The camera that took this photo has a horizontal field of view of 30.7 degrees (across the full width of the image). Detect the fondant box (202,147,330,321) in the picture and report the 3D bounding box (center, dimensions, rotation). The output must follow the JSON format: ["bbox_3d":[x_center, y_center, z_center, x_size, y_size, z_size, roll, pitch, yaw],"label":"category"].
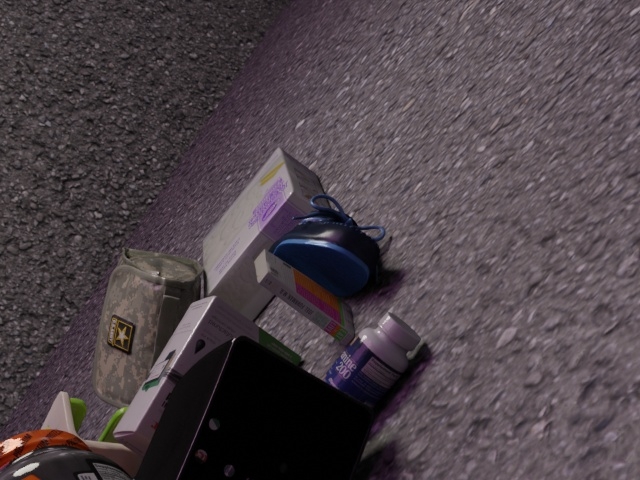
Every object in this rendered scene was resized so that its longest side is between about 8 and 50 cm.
[{"bbox_3d":[-0.100,-0.015,2.051,0.238,0.096,0.330,-50,16,9],"label":"fondant box"}]

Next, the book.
[{"bbox_3d":[-0.021,0.074,1.526,0.035,0.144,0.096,-50,15,10],"label":"book"}]

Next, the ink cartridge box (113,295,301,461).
[{"bbox_3d":[-0.151,0.212,1.574,0.092,0.160,0.219,-22,35,60],"label":"ink cartridge box"}]

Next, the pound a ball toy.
[{"bbox_3d":[-0.301,0.345,1.650,0.319,0.208,0.135,-59,35,27],"label":"pound a ball toy"}]

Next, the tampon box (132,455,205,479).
[{"bbox_3d":[-0.196,0.358,1.484,0.161,0.101,0.120,-37,22,45],"label":"tampon box"}]

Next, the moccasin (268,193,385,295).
[{"bbox_3d":[0.000,0.000,1.654,0.117,0.138,0.342,-52,16,-16],"label":"moccasin"}]

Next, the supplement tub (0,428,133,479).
[{"bbox_3d":[-0.246,0.359,1.197,0.207,0.207,0.338,-52,45,4],"label":"supplement tub"}]

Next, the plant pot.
[{"bbox_3d":[-0.086,0.227,1.220,0.167,0.188,0.187,-15,48,56],"label":"plant pot"}]

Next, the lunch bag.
[{"bbox_3d":[-0.287,0.151,1.956,0.287,0.169,0.235,-147,68,-77],"label":"lunch bag"}]

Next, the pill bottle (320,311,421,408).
[{"bbox_3d":[0.056,0.141,1.303,0.120,0.067,0.067,-51,15,7],"label":"pill bottle"}]

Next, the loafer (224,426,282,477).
[{"bbox_3d":[-0.058,0.263,1.343,0.223,0.076,0.078,-50,7,-5],"label":"loafer"}]
